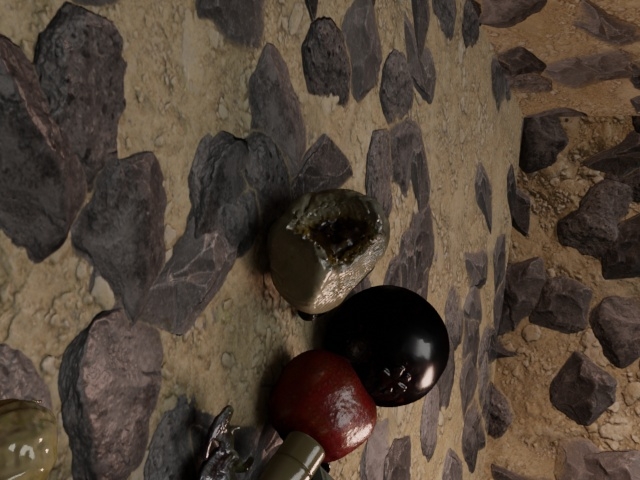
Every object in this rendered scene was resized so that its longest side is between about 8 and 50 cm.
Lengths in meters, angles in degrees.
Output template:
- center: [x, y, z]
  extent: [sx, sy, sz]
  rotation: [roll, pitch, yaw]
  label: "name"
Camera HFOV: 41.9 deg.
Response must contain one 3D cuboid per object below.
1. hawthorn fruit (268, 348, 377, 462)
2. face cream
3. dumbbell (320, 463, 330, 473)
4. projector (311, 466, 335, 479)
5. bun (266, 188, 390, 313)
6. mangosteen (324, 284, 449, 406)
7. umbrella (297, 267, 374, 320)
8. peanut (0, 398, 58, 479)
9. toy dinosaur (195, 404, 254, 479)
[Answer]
- center: [-0.010, 0.355, 1.709]
  extent: [0.266, 0.210, 0.230]
  rotation: [-40, 117, -53]
  label: "hawthorn fruit"
- center: [-0.111, 0.498, 1.493]
  extent: [0.341, 0.084, 0.137]
  rotation: [-52, 152, -33]
  label: "face cream"
- center: [0.002, 0.489, 1.902]
  extent: [0.147, 0.069, 0.069]
  rotation: [-48, 135, -52]
  label: "dumbbell"
- center: [-0.047, 0.519, 1.719]
  extent: [0.115, 0.147, 0.061]
  rotation: [57, 12, -52]
  label: "projector"
- center: [0.001, 0.007, 1.699]
  extent: [0.281, 0.205, 0.281]
  rotation: [-38, 158, -19]
  label: "bun"
- center: [0.165, 0.236, 1.967]
  extent: [0.313, 0.297, 0.297]
  rotation: [-47, 133, -49]
  label: "mangosteen"
- center: [0.038, 0.103, 1.934]
  extent: [0.067, 0.073, 0.337]
  rotation: [52, 31, 1]
  label: "umbrella"
- center: [-0.422, 0.284, 0.927]
  extent: [0.313, 0.149, 0.149]
  rotation: [-30, 119, -60]
  label: "peanut"
- center: [-0.185, 0.438, 1.500]
  extent: [0.162, 0.077, 0.294]
  rotation: [12, 81, -64]
  label: "toy dinosaur"
